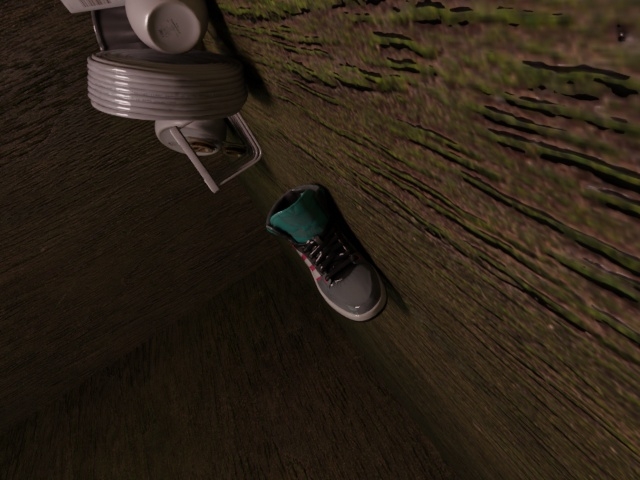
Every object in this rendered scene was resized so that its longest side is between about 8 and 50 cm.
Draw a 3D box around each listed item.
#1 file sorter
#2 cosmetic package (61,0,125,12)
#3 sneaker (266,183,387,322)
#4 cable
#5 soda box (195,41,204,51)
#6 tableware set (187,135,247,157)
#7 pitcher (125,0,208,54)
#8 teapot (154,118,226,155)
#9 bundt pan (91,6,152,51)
[{"bbox_3d":[-0.293,-0.275,1.351,0.192,0.173,0.278,58,173,-19],"label":"file sorter"},{"bbox_3d":[-0.404,-0.527,0.845,0.085,0.118,0.230,82,179,-75],"label":"cosmetic package"},{"bbox_3d":[0.000,0.000,0.837,0.295,0.124,0.178,52,-179,44],"label":"sneaker"},{"bbox_3d":[-0.250,-0.263,0.800,0.257,0.257,0.089,-121,34,-58],"label":"cable"},{"bbox_3d":[-0.319,-0.460,1.157,0.061,0.058,0.181,58,174,-5],"label":"soda box"},{"bbox_3d":[-0.339,-0.296,1.583,0.128,0.194,0.039,152,125,-81],"label":"tableware set"},{"bbox_3d":[-0.248,-0.382,0.809,0.177,0.126,0.207,55,-173,-52],"label":"pitcher"},{"bbox_3d":[-0.432,-0.418,1.640,0.256,0.253,0.186,143,134,-64],"label":"teapot"},{"bbox_3d":[-0.414,-0.489,1.087,0.331,0.124,0.330,172,90,-82],"label":"bundt pan"}]
